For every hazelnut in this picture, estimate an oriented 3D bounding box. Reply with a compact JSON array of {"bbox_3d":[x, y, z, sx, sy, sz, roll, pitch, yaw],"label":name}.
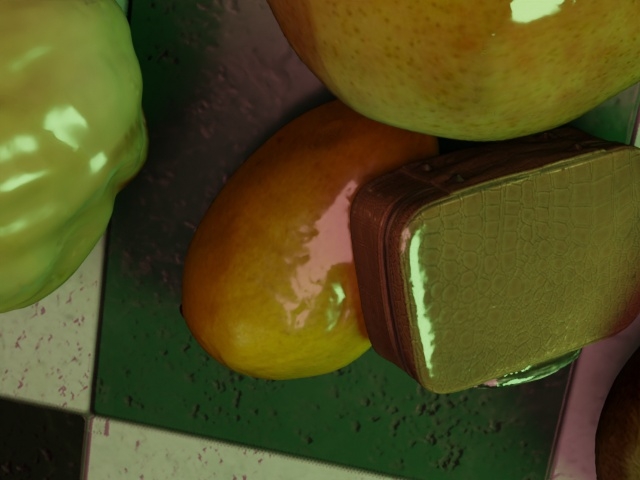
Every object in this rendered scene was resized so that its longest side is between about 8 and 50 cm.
[{"bbox_3d":[-0.239,-0.072,0.820,0.241,0.261,0.261,33,112,14],"label":"hazelnut"}]

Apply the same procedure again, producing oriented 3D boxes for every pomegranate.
[{"bbox_3d":[0.094,-0.199,0.706,0.319,0.319,0.319,3,110,8],"label":"pomegranate"}]

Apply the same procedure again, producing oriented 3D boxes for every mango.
[{"bbox_3d":[0.000,0.000,0.877,0.147,0.109,0.227,46,108,13],"label":"mango"}]

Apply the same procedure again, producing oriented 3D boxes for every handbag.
[{"bbox_3d":[0.118,0.014,0.832,0.193,0.072,0.151,-15,114,-27],"label":"handbag"}]

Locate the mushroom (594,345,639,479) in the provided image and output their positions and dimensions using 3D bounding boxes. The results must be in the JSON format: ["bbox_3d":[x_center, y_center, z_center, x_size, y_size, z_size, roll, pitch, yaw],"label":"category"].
[{"bbox_3d":[0.304,0.142,0.852,0.253,0.153,0.253,3,112,7],"label":"mushroom"}]
